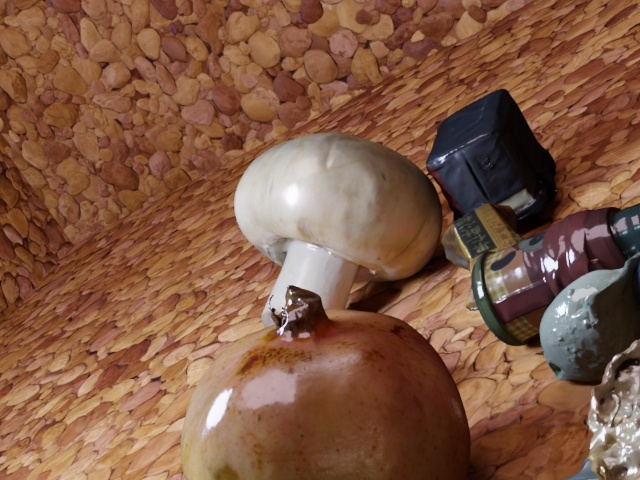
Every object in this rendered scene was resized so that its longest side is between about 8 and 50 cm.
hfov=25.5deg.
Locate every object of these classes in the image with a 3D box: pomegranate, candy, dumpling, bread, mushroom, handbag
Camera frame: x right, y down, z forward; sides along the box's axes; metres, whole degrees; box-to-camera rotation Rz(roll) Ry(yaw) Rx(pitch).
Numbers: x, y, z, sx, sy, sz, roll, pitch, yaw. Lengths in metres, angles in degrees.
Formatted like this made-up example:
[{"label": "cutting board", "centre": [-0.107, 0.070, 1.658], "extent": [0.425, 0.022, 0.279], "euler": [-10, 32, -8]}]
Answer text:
[{"label": "pomegranate", "centre": [0.002, 0.209, 1.616], "extent": [0.338, 0.338, 0.338], "euler": [-31, 16, 10]}, {"label": "candy", "centre": [0.256, 0.032, 2.071], "extent": [0.143, 0.101, 0.271], "euler": [-27, 22, 2]}, {"label": "dumpling", "centre": [0.337, 0.102, 1.663], "extent": [0.152, 0.108, 0.219], "euler": [-16, -26, -15]}, {"label": "bread", "centre": [0.380, 0.172, 1.319], "extent": [0.274, 0.149, 0.274], "euler": [-25, 21, 10]}, {"label": "mushroom", "centre": [0.009, -0.032, 2.319], "extent": [0.353, 0.325, 0.353], "euler": [-8, 38, 7]}, {"label": "handbag", "centre": [0.276, -0.116, 2.302], "extent": [0.181, 0.181, 0.254], "euler": [-29, 14, 19]}]

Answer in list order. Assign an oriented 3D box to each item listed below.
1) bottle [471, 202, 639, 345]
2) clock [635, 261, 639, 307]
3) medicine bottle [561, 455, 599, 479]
[{"label": "bottle", "centre": [0.338, 0.032, 1.826], "extent": [0.271, 0.143, 0.156], "euler": [-27, 43, 31]}, {"label": "clock", "centre": [0.464, 0.030, 1.592], "extent": [0.243, 0.147, 0.199], "euler": [-32, 17, -24]}, {"label": "medicine bottle", "centre": [0.261, 0.274, 1.419], "extent": [0.090, 0.054, 0.208], "euler": [-19, 21, 41]}]
